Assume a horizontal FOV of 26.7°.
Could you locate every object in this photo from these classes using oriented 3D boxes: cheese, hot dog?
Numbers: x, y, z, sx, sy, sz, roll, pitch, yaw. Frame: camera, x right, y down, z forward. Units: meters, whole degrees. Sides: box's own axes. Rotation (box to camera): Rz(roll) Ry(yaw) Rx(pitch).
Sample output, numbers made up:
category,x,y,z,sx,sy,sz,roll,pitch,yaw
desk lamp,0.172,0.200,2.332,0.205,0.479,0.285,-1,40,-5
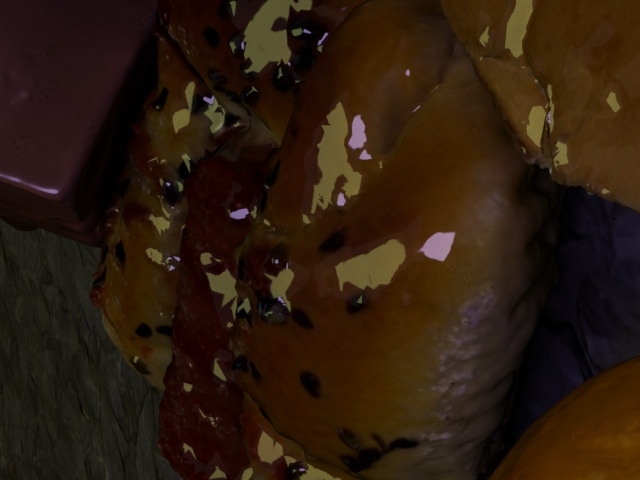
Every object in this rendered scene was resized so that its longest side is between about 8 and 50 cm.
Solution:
category,x,y,z,sx,sy,sz,roll,pitch,yaw
cheese,-0.193,-0.072,0.865,0.177,0.128,0.203,-67,-3,-69
hot dog,0.000,0.000,0.786,0.367,0.196,0.365,57,139,36

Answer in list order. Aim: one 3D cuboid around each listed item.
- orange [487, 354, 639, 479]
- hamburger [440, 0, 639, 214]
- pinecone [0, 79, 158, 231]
category,x,y,z,sx,sy,sz,roll,pitch,yaw
orange,0.158,0.160,0.455,0.261,0.261,0.261,22,116,58
hamburger,0.157,-0.085,0.514,0.282,0.155,0.245,11,95,49
pinecone,-0.182,-0.137,1.047,0.309,0.244,0.244,-43,58,42
